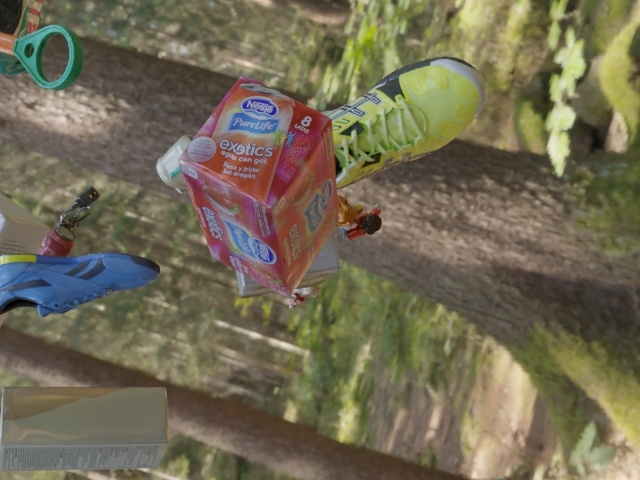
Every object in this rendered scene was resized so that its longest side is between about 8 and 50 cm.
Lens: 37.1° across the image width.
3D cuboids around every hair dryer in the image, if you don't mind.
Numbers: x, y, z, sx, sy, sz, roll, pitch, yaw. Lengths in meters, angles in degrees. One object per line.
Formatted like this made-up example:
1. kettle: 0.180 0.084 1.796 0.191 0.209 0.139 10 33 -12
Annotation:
1. hair dryer: -0.625 0.013 2.297 0.294 0.080 0.223 -53 5 -25

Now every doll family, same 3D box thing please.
1. doll family: 0.000 0.000 1.780 0.263 0.118 0.163 -47 14 -10

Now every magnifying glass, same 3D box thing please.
1. magnifying glass: -0.430 -0.281 1.411 0.026 0.230 0.092 2 -75 -56

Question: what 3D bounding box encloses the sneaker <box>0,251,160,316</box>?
1. sneaker: -0.306 0.061 1.199 0.069 0.209 0.082 98 170 -67

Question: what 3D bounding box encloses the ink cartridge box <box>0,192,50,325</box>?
1. ink cartridge box: -0.704 0.048 1.868 0.308 0.223 0.129 -62 -25 6

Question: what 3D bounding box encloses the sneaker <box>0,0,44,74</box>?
1. sneaker: -0.543 -0.413 1.725 0.178 0.123 0.296 118 170 -61

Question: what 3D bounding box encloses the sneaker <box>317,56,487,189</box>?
1. sneaker: 0.076 -0.149 1.445 0.145 0.384 0.147 56 -152 -20

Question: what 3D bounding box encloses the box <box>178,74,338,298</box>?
1. box: -0.062 -0.053 1.105 0.128 0.122 0.257 -57 -16 -21

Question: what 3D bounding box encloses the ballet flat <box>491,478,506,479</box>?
1. ballet flat: 0.214 0.469 1.613 0.087 0.247 0.083 -61 -52 -71

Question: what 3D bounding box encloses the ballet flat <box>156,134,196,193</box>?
1. ballet flat: -0.157 -0.096 1.265 0.248 0.086 0.086 -10 -62 -82

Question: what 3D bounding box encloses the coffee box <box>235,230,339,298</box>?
1. coffee box: -0.058 0.022 1.443 0.246 0.141 0.098 126 135 -81

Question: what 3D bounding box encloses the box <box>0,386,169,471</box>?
1. box: -0.460 0.367 1.856 0.148 0.311 0.121 118 150 -51
